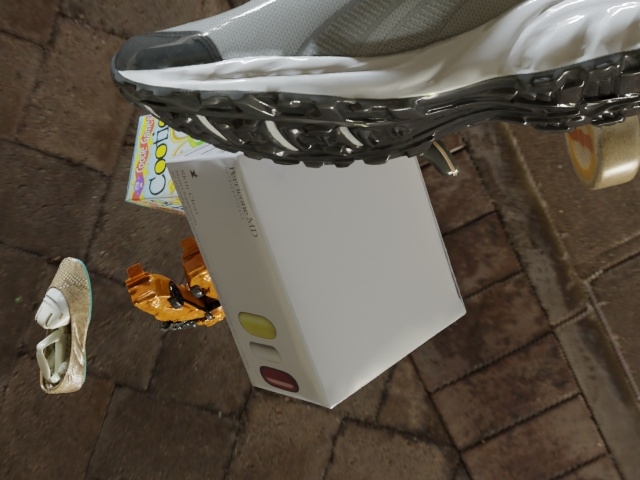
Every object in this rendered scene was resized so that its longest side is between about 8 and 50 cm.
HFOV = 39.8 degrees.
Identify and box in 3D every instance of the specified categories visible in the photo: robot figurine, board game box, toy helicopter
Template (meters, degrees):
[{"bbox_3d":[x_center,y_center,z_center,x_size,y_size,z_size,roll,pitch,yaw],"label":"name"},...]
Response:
[{"bbox_3d":[-0.209,0.081,1.530,0.211,0.291,0.085,-26,73,6],"label":"robot figurine"},{"bbox_3d":[-0.153,-0.115,1.338,0.144,0.275,0.142,15,80,-42],"label":"board game box"},{"bbox_3d":[0.191,-0.175,0.767,0.140,0.235,0.355,-9,52,-1],"label":"toy helicopter"}]

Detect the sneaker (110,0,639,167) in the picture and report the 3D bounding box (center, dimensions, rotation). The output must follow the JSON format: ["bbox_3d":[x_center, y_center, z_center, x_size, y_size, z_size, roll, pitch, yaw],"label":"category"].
[{"bbox_3d":[0.040,-0.097,0.385,0.271,0.100,0.108,-8,80,11],"label":"sneaker"}]

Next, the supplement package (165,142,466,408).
[{"bbox_3d":[0.000,0.000,0.905,0.204,0.145,0.262,-29,108,-32],"label":"supplement package"}]

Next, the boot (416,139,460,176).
[{"bbox_3d":[0.140,-0.154,1.577,0.137,0.077,0.198,-45,103,1],"label":"boot"}]

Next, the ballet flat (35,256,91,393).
[{"bbox_3d":[-0.360,0.126,1.226,0.073,0.067,0.206,18,113,34],"label":"ballet flat"}]
